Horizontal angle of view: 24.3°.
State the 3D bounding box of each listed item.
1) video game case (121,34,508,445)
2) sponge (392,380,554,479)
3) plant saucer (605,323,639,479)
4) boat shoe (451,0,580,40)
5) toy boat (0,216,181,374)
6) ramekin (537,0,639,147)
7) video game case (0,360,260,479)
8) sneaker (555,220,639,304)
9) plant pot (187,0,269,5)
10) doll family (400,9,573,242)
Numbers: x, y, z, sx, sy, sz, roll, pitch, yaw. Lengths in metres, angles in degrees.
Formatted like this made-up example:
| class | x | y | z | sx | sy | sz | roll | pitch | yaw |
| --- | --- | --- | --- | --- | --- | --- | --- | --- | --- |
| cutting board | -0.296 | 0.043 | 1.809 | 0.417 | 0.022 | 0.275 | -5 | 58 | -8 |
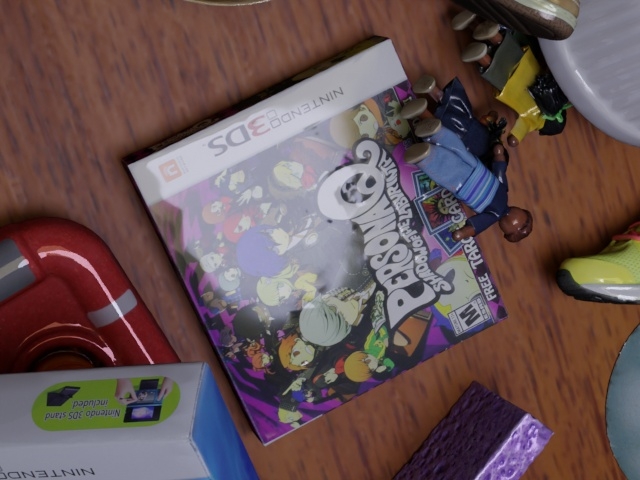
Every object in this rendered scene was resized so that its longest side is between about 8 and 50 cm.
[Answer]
| class | x | y | z | sx | sy | sz | roll | pitch | yaw |
| --- | --- | --- | --- | --- | --- | --- | --- | --- | --- |
| video game case | 0.000 | 0.000 | 1.077 | 0.210 | 0.042 | 0.232 | -26 | 105 | -9 |
| sponge | 0.076 | 0.200 | 1.091 | 0.031 | 0.117 | 0.210 | 40 | 88 | -15 |
| plant saucer | 0.324 | 0.131 | 1.185 | 0.195 | 0.037 | 0.195 | -3 | 101 | -14 |
| boat shoe | 0.102 | -0.201 | 1.011 | 0.190 | 0.068 | 0.072 | 31 | 87 | 24 |
| toy boat | -0.168 | 0.104 | 0.994 | 0.151 | 0.151 | 0.231 | -33 | 105 | -7 |
| ramekin | 0.256 | -0.175 | 1.039 | 0.207 | 0.109 | 0.207 | 7 | 77 | -32 |
| video game case | -0.154 | 0.187 | 0.944 | 0.244 | 0.061 | 0.269 | -4 | 136 | 14 |
| sneaker | 0.270 | -0.005 | 1.134 | 0.208 | 0.081 | 0.094 | -11 | 95 | -19 |
| plant pot | -0.065 | -0.276 | 1.006 | 0.236 | 0.032 | 0.236 | -1 | 94 | -8 |
| doll family | 0.125 | -0.083 | 1.057 | 0.111 | 0.076 | 0.193 | 42 | 72 | -30 |
